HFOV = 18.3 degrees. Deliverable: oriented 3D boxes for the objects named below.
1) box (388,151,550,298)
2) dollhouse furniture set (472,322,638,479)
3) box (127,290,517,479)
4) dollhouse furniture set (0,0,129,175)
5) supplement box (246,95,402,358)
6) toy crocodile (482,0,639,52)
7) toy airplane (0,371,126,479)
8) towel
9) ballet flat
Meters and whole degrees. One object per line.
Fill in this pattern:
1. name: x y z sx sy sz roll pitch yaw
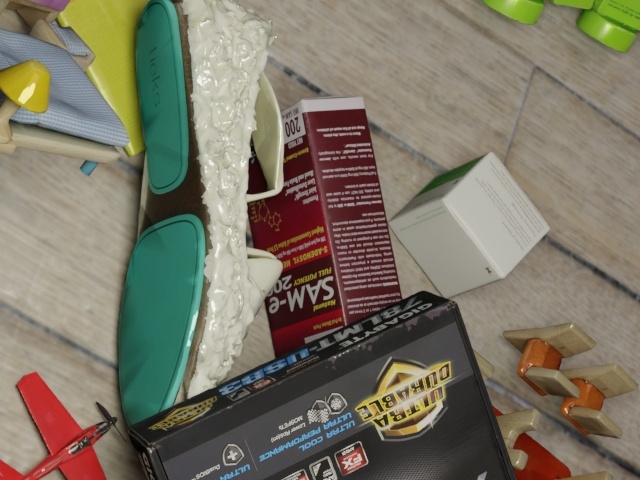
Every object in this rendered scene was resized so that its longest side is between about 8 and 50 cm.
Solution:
1. box: 0.144 -0.014 1.933 0.102 0.101 0.087 52 57 -10
2. dollhouse furniture set: 0.153 0.194 1.896 0.259 0.135 0.262 41 59 -31
3. box: 0.023 0.233 1.689 0.295 0.073 0.293 -24 105 -17
4. dollhouse furniture set: -0.208 -0.198 1.556 0.286 0.198 0.303 11 33 -54
5. supplement box: 0.000 0.000 1.818 0.073 0.130 0.239 -7 81 -34
6. toy crocodile: 0.266 -0.282 2.087 0.340 0.105 0.115 13 113 -31
7. toy airplane: -0.228 0.186 1.683 0.151 0.028 0.151 10 71 -30
8. towel: -0.191 -0.200 1.812 0.102 0.021 0.237 -30 96 -29
9. ballet flat: -0.090 -0.026 1.747 0.147 0.147 0.409 7 80 -32
